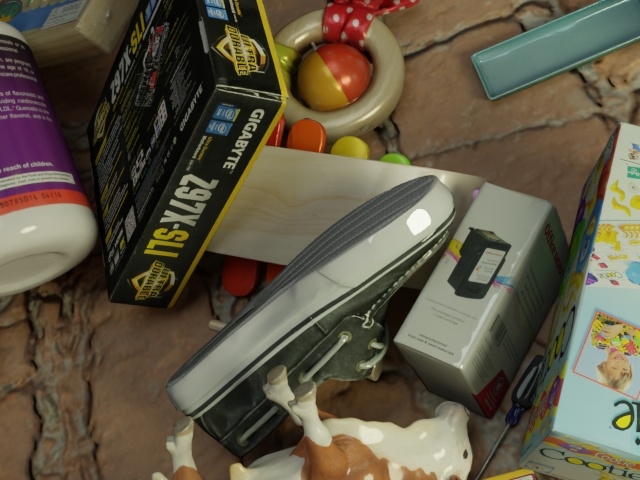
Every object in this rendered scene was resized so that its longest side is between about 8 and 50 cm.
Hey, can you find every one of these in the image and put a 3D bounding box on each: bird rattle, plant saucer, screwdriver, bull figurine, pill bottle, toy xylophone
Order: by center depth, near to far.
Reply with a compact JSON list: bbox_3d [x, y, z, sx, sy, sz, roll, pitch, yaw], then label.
[{"bbox_3d":[-0.018,0.212,0.985,0.310,0.188,0.101,-33,21,9],"label":"bull figurine"},{"bbox_3d":[0.165,0.180,1.024,0.024,0.025,0.170,27,84,30],"label":"screwdriver"},{"bbox_3d":[0.000,0.000,1.128,0.322,0.081,0.236,19,96,22],"label":"toy xylophone"},{"bbox_3d":[0.260,-0.207,1.195,0.192,0.018,0.067,-23,57,9],"label":"plant saucer"},{"bbox_3d":[-0.370,-0.110,1.201,0.181,0.181,0.323,-24,77,7],"label":"pill bottle"},{"bbox_3d":[0.009,-0.201,1.254,0.253,0.143,0.207,-26,67,-9],"label":"bird rattle"}]

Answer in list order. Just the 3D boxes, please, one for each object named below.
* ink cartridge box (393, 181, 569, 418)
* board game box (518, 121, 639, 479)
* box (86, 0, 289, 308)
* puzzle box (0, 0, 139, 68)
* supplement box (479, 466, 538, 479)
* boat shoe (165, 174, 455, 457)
[{"bbox_3d":[0.153,0.055,1.026,0.072,0.127,0.175,21,71,31],"label":"ink cartridge box"},{"bbox_3d":[0.275,0.066,0.943,0.144,0.142,0.275,17,68,5],"label":"board game box"},{"bbox_3d":[-0.149,-0.125,1.142,0.322,0.079,0.257,-56,36,41],"label":"box"},{"bbox_3d":[-0.318,-0.330,1.371,0.408,0.052,0.272,2,60,48],"label":"puzzle box"},{"bbox_3d":[0.170,0.245,0.965,0.054,0.043,0.083,-17,57,11],"label":"supplement box"},{"bbox_3d":[0.009,0.074,1.032,0.335,0.119,0.121,-40,10,22],"label":"boat shoe"}]
